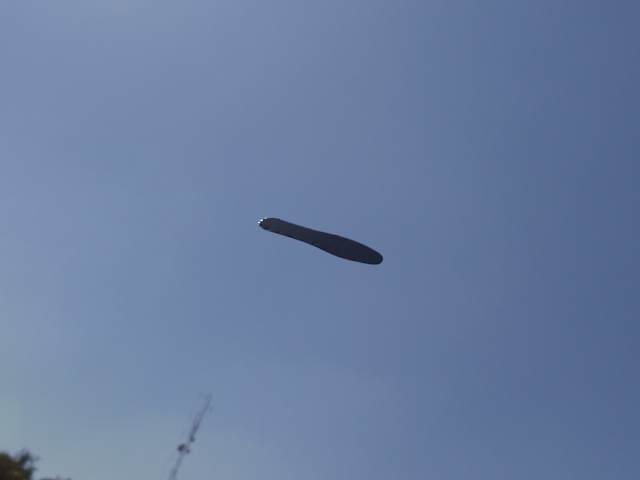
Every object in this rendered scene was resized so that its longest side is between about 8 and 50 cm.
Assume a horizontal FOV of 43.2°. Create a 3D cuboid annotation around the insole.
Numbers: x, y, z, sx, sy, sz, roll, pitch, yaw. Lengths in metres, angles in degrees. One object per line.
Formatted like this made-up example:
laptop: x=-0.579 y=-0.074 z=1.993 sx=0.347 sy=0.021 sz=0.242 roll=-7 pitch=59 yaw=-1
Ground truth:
insole: x=0.000 y=0.000 z=0.824 sx=0.135 sy=0.045 sz=0.002 roll=18 pitch=-63 yaw=13
